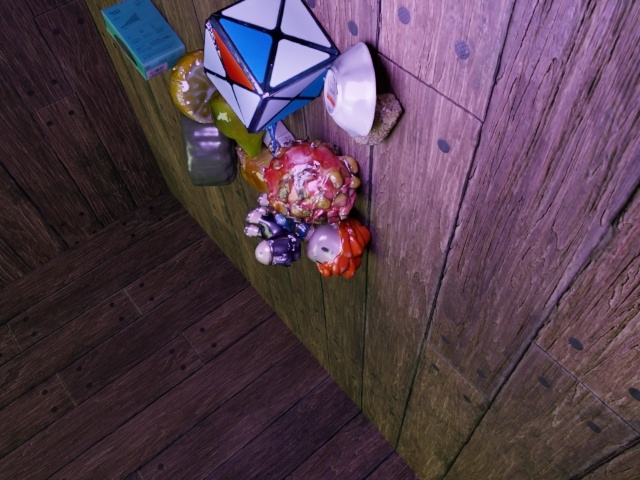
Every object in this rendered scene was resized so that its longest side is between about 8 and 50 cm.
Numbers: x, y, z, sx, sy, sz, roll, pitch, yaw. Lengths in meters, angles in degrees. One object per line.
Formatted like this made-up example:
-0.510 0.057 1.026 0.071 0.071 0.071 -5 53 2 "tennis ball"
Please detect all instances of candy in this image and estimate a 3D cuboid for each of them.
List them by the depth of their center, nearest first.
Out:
-0.395 -0.536 1.859 0.118 0.260 0.260 31 150 46 "candy"

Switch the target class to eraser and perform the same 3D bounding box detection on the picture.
-0.113 -0.302 1.867 0.210 0.068 0.124 55 160 3 "eraser"

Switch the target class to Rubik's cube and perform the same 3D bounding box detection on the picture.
-0.136 -0.464 1.377 0.250 0.246 0.248 55 162 -1 "Rubik's cube"

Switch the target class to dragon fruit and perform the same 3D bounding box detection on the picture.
-0.012 -0.175 1.596 0.291 0.250 0.269 18 118 36 "dragon fruit"

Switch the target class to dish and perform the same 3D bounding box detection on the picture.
0.054 -0.346 1.240 0.229 0.081 0.229 173 90 -75 "dish"

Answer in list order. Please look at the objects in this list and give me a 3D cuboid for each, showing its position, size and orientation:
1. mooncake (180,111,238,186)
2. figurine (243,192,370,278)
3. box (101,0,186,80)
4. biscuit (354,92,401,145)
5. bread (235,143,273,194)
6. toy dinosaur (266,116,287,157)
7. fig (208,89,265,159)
-0.431 -0.389 2.113 0.356 0.194 0.356 173 90 -86 "mooncake"
-0.051 -0.021 1.775 0.306 0.412 0.241 -111 32 -49 "figurine"
-0.730 -0.847 2.216 0.311 0.205 0.118 51 158 6 "box"
0.135 -0.291 1.288 0.168 0.082 0.070 125 136 -70 "biscuit"
-0.233 -0.282 2.092 0.250 0.133 0.179 43 161 34 "bread"
-0.148 -0.421 1.682 0.144 0.076 0.329 -62 -29 -86 "toy dinosaur"
-0.258 -0.406 1.834 0.206 0.206 0.275 33 153 47 "fig"
